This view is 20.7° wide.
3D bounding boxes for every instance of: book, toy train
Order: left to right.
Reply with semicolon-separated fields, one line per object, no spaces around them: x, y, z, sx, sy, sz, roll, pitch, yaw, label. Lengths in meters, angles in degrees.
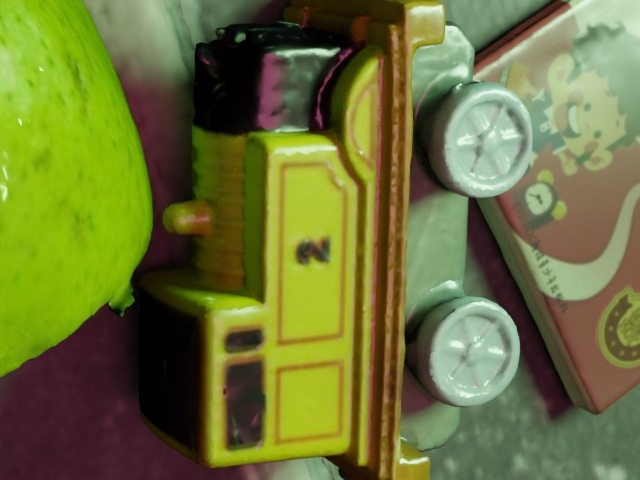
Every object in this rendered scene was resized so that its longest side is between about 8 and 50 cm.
0.000;0.000;0.626;0.127;0.089;0.219;-5;104;-27;toy train
0.168;-0.055;0.736;0.232;0.022;0.162;-34;114;-16;book

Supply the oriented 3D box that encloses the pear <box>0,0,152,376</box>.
-0.187;-0.053;0.506;0.288;0.139;0.239;-24;102;-22;pear
